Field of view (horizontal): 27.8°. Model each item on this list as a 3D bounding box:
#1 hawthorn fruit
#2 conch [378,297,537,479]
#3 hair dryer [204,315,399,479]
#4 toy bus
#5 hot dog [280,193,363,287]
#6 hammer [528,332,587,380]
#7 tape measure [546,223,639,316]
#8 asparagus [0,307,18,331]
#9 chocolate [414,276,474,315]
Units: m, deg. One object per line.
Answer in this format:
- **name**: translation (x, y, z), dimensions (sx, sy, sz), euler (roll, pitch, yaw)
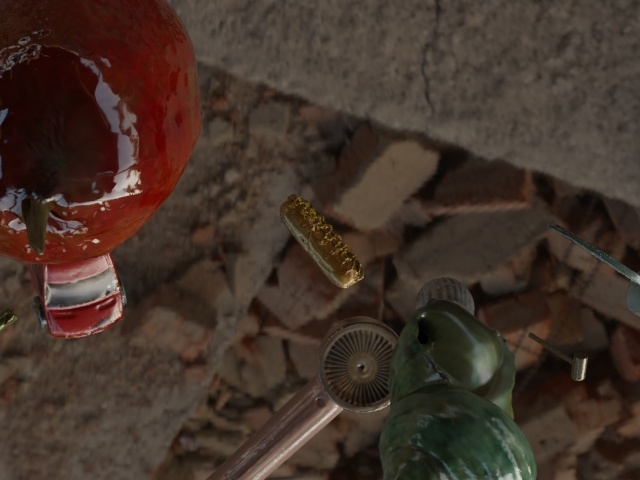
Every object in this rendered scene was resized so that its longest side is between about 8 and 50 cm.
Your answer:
- **hawthorn fruit**: translation (-0.166, -0.067, 0.774), dimensions (0.189, 0.251, 0.189), euler (1, 123, 2)
- **conch**: translation (0.111, 0.155, 1.101), dimensions (0.122, 0.188, 0.176), euler (-25, 103, 16)
- **hair dryer**: translation (-0.042, 0.221, 1.524), dimensions (0.344, 0.189, 0.107), euler (-41, 89, 0)
- **toy bus**: translation (-0.230, -0.009, 1.165), dimensions (0.081, 0.089, 0.195), euler (-14, 90, -16)
- **hot dog**: translation (0.000, 0.000, 1.905), dimensions (0.045, 0.071, 0.165), euler (-44, 77, 25)
- **hammer**: translation (0.324, 0.154, 1.781), dimensions (0.019, 0.110, 0.035), euler (-16, 121, -31)
- **tape measure**: translation (0.466, 0.070, 1.956), dimensions (0.330, 0.164, 0.084), euler (19, 79, -9)
- **asparagus**: translation (-0.499, 0.165, 1.679), dimensions (0.248, 0.024, 0.025), euler (-37, 92, -23)
- **chocolate**: translation (0.141, 0.113, 1.430), dimensions (0.072, 0.167, 0.072), euler (-1, 141, -1)
